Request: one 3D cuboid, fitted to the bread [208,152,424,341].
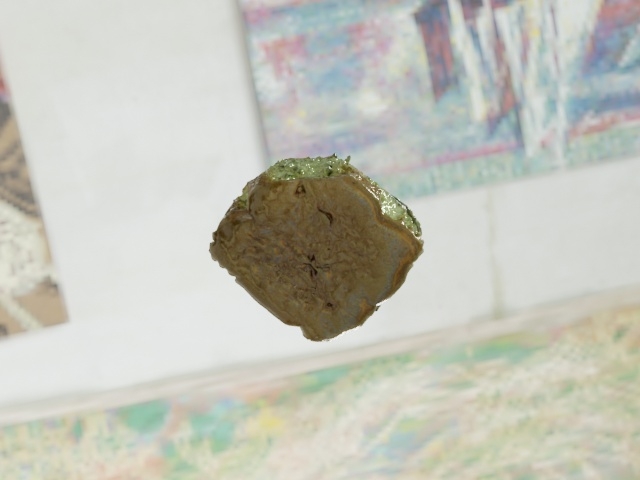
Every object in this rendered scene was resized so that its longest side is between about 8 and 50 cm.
[{"bbox_3d":[0.000,0.000,1.152,0.140,0.128,0.069,38,12,-4],"label":"bread"}]
